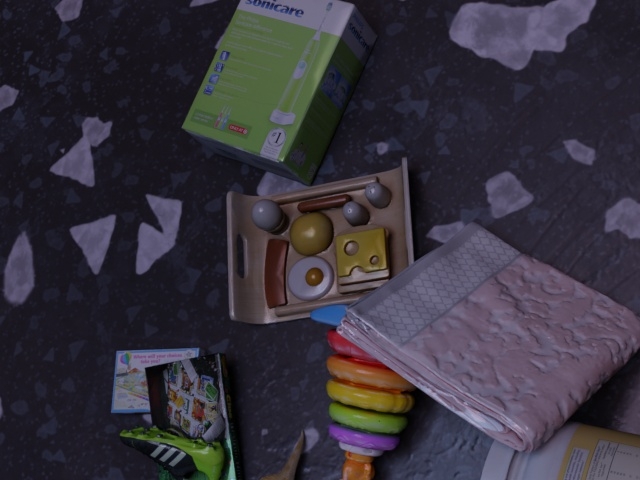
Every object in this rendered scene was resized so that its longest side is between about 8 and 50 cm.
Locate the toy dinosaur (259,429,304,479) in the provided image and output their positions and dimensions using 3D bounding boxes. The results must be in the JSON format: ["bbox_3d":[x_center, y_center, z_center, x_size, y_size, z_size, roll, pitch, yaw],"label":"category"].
[{"bbox_3d":[-0.054,0.377,1.693,0.093,0.053,0.183,28,86,29],"label":"toy dinosaur"}]

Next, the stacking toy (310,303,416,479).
[{"bbox_3d":[0.069,0.250,1.641,0.175,0.166,0.301,9,88,40],"label":"stacking toy"}]

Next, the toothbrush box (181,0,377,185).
[{"bbox_3d":[-0.066,-0.261,1.860,0.206,0.122,0.283,19,83,27],"label":"toothbrush box"}]

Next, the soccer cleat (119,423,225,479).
[{"bbox_3d":[-0.230,0.328,1.731,0.179,0.060,0.072,8,98,21],"label":"soccer cleat"}]

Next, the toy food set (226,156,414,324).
[{"bbox_3d":[0.000,0.000,1.767,0.306,0.092,0.219,-10,70,20],"label":"toy food set"}]

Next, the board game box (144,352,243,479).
[{"bbox_3d":[-0.194,0.314,1.764,0.136,0.030,0.259,-12,79,17],"label":"board game box"}]

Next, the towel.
[{"bbox_3d":[0.241,0.116,1.534,0.317,0.332,0.053,32,133,27],"label":"towel"}]

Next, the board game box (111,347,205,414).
[{"bbox_3d":[-0.263,0.230,1.841,0.154,0.026,0.103,-4,73,21],"label":"board game box"}]

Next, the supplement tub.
[{"bbox_3d":[0.378,0.360,1.413,0.331,0.241,0.241,9,77,25],"label":"supplement tub"}]
